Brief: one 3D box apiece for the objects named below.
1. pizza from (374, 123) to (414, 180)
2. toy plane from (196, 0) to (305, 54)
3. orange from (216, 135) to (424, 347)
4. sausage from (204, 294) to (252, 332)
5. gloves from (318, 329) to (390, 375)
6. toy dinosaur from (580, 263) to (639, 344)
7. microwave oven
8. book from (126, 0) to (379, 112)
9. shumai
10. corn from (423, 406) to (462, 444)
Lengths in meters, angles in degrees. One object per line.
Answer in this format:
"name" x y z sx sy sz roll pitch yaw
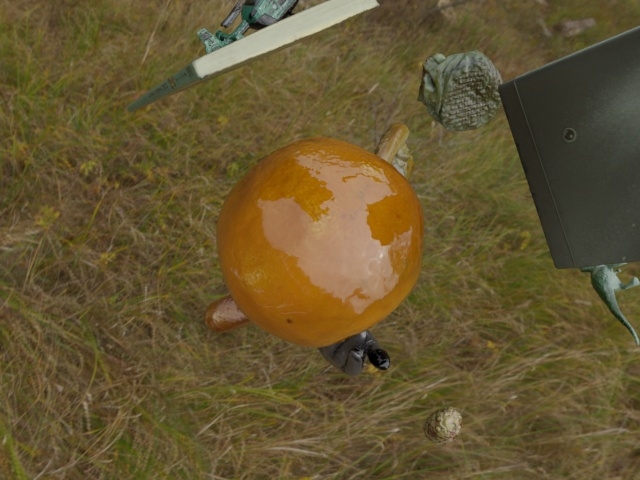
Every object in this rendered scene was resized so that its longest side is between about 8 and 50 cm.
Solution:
"pizza" 0.123 -0.068 1.230 0.090 0.223 0.323 15 60 17
"toy plane" -0.167 -0.598 1.632 0.381 0.106 0.155 -51 137 -16
"orange" 0.000 0.000 0.901 0.312 0.312 0.311 14 60 -26
"sausage" -0.104 0.142 1.363 0.303 0.102 0.076 -4 57 -31
"gloves" 0.061 0.196 1.203 0.142 0.285 0.119 23 84 0
"toy dinosaur" 0.786 0.112 1.629 0.076 0.129 0.383 35 22 -9
"microwave oven" 0.488 -0.162 0.737 0.432 0.375 0.236 -24 95 -39
"book" -0.094 -0.205 0.697 0.215 0.283 0.025 -31 108 -22
"shumai" 0.305 -0.338 1.373 0.184 0.184 0.141 13 37 -26
"corn" 0.307 0.461 1.543 0.086 0.253 0.086 -1 68 2
